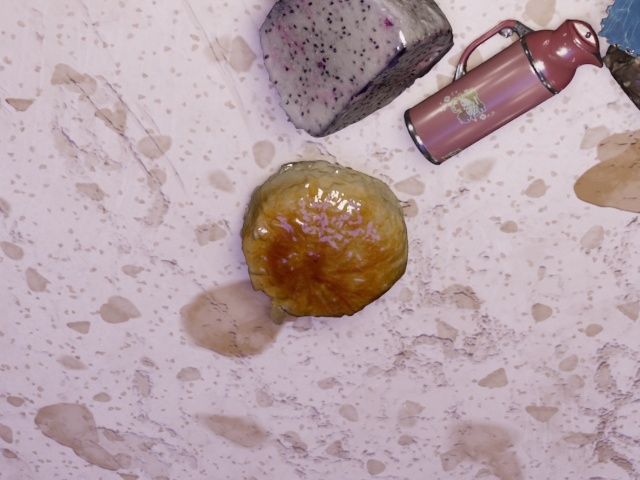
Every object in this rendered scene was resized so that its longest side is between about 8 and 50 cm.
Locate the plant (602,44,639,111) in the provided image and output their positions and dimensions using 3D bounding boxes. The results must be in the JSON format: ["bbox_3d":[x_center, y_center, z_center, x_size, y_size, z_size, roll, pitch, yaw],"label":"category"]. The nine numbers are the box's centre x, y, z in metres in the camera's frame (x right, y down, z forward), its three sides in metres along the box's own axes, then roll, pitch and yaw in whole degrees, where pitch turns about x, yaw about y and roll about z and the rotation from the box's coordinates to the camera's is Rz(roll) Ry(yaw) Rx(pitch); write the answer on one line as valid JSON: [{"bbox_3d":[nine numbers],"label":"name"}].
[{"bbox_3d":[0.577,-0.229,1.794,0.146,0.149,0.274,-29,117,27],"label":"plant"}]

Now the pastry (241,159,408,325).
[{"bbox_3d":[0.000,0.000,2.030,0.329,0.136,0.330,4,127,5],"label":"pastry"}]

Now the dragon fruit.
[{"bbox_3d":[0.055,-0.323,1.761,0.221,0.204,0.283,51,132,4],"label":"dragon fruit"}]

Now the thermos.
[{"bbox_3d":[0.297,-0.261,1.839,0.330,0.136,0.109,-31,146,25],"label":"thermos"}]

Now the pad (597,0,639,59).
[{"bbox_3d":[0.574,-0.368,1.687,0.269,0.012,0.270,22,90,-12],"label":"pad"}]
